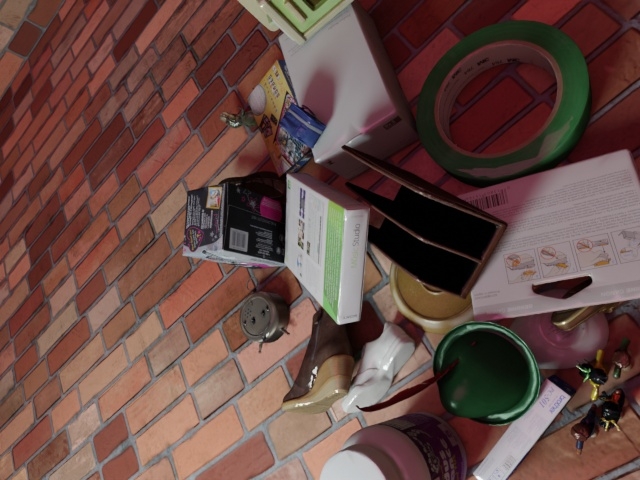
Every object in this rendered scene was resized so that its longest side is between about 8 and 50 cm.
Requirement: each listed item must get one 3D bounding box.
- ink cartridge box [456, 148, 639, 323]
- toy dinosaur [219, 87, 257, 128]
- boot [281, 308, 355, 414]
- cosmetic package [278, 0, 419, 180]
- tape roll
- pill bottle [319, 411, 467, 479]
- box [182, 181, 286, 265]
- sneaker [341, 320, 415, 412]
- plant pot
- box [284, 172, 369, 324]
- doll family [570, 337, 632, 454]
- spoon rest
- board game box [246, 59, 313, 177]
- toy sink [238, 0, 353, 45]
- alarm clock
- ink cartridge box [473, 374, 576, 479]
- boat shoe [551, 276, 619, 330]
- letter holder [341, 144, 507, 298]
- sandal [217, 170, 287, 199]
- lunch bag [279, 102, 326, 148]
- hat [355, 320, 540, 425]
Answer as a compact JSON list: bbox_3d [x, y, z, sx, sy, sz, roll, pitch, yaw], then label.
[{"bbox_3d":[0.400,0.004,0.805,0.296,0.066,0.262,-15,59,28],"label":"ink cartridge box"},{"bbox_3d":[-0.162,-0.373,1.313,0.267,0.064,0.118,9,90,31],"label":"toy dinosaur"},{"bbox_3d":[-0.006,0.273,1.064,0.248,0.090,0.207,-41,38,42],"label":"boot"},{"bbox_3d":[0.061,-0.367,1.102,0.217,0.156,0.386,-26,68,27],"label":"cosmetic package"},{"bbox_3d":[0.355,-0.266,0.928,0.320,0.077,0.322,-8,76,32],"label":"tape roll"},{"bbox_3d":[0.130,0.398,0.799,0.169,0.301,0.170,-8,76,32],"label":"pill bottle"},{"bbox_3d":[-0.195,-0.023,1.142,0.142,0.247,0.164,-7,76,34],"label":"box"},{"bbox_3d":[0.109,0.268,0.991,0.212,0.080,0.094,-53,44,7],"label":"sneaker"},{"bbox_3d":[0.243,0.073,0.958,0.236,0.032,0.237,-8,76,33],"label":"plant pot"},{"bbox_3d":[0.000,0.000,0.993,0.322,0.058,0.233,-138,47,-60],"label":"box"},{"bbox_3d":[0.444,0.246,0.736,0.075,0.111,0.193,3,82,34],"label":"doll family"},{"bbox_3d":[0.367,0.186,0.834,0.276,0.084,0.137,-29,66,11],"label":"spoon rest"},{"bbox_3d":[-0.093,-0.307,1.194,0.165,0.042,0.244,-32,77,47],"label":"board game box"},{"bbox_3d":[-0.060,-0.547,1.036,0.234,0.152,0.131,-29,58,25],"label":"toy sink"},{"bbox_3d":[-0.154,0.177,1.188,0.129,0.064,0.192,-36,59,23],"label":"alarm clock"},{"bbox_3d":[0.349,0.326,0.792,0.046,0.097,0.207,39,103,33],"label":"ink cartridge box"},{"bbox_3d":[0.457,0.092,0.760,0.178,0.064,0.060,-38,95,-9],"label":"boat shoe"},{"bbox_3d":[0.143,-0.050,0.870,0.152,0.214,0.302,-64,31,13],"label":"letter holder"},{"bbox_3d":[-0.183,-0.133,1.267,0.219,0.060,0.090,-5,60,21],"label":"sandal"},{"bbox_3d":[-0.038,-0.255,1.012,0.065,0.067,0.098,-54,54,15],"label":"lunch bag"},{"bbox_3d":[0.214,0.239,0.721,0.173,0.183,0.209,50,121,22],"label":"hat"}]
